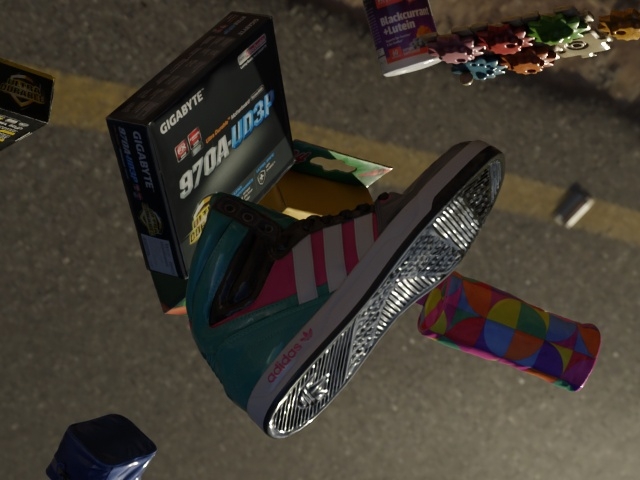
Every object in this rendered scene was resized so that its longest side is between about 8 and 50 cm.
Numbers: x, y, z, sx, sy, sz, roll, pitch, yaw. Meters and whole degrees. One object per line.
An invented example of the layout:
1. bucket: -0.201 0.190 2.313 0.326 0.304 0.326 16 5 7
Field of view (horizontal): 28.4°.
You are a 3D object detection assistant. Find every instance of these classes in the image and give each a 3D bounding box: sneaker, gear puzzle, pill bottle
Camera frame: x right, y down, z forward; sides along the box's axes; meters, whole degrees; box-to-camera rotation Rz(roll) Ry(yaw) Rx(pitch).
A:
1. sneaker: 0.000 0.000 1.032 0.295 0.178 0.124 -46 152 -14
2. gear puzzle: 0.330 -0.281 1.842 0.339 0.044 0.175 -7 163 32
3. pill bottle: 0.130 -0.380 2.108 0.108 0.193 0.108 -16 -179 0

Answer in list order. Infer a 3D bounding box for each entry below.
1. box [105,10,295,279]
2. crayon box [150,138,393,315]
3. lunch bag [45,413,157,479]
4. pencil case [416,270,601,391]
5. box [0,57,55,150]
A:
1. box: -0.108 -0.096 1.230 0.220 0.051 0.175 -49 141 -43
2. crayon box: -0.059 -0.002 1.743 0.202 0.081 0.318 11 138 -45
3. lunch bag: -0.216 0.218 1.228 0.098 0.067 0.065 -5 129 -56
4. pencil case: 0.239 0.113 1.621 0.236 0.104 0.104 23 120 -9
5. box: -0.563 -0.200 1.713 0.322 0.079 0.257 16 159 -36
